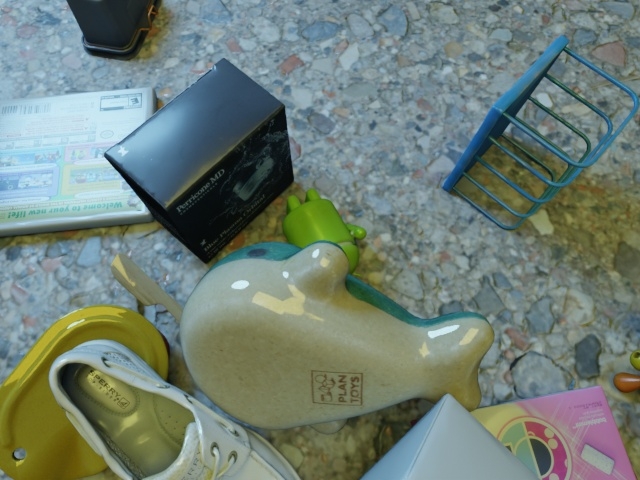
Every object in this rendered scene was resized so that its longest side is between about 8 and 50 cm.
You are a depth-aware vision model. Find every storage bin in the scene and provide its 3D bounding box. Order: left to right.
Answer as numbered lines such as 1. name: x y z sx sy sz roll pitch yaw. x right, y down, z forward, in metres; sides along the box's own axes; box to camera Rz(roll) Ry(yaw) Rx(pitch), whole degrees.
1. storage bin: -0.286 -0.337 0.658 0.098 0.091 0.135 11 70 5

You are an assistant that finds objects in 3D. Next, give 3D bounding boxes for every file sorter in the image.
1. file sorter: 0.231 -0.102 0.519 0.104 0.170 0.118 42 74 11

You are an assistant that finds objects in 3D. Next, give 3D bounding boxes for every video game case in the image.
1. video game case: -0.317 -0.103 0.601 0.212 0.023 0.193 -6 68 -3

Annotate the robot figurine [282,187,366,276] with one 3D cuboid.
1. robot figurine: 0.000 0.000 0.533 0.101 0.067 0.115 -22 70 -18

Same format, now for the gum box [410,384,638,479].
1. gum box: 0.194 0.209 0.450 0.188 0.062 0.107 -10 69 -3

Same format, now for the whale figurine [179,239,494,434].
1. whale figurine: 0.012 0.084 0.443 0.272 0.216 0.141 2 30 10

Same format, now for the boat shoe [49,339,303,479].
1. boat shoe: -0.122 0.191 0.414 0.277 0.096 0.098 36 74 -5

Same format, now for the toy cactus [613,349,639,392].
1. toy cactus: 0.406 0.147 0.468 0.180 0.112 0.219 -18 65 -27

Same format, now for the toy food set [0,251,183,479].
1. toy food set: -0.227 0.135 0.488 0.128 0.071 0.218 38 74 -11

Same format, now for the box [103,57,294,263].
1. box: -0.117 -0.078 0.516 0.093 0.158 0.156 40 75 15

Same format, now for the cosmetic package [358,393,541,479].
1. cosmetic package: 0.093 0.280 0.331 0.224 0.138 0.224 43 113 15
